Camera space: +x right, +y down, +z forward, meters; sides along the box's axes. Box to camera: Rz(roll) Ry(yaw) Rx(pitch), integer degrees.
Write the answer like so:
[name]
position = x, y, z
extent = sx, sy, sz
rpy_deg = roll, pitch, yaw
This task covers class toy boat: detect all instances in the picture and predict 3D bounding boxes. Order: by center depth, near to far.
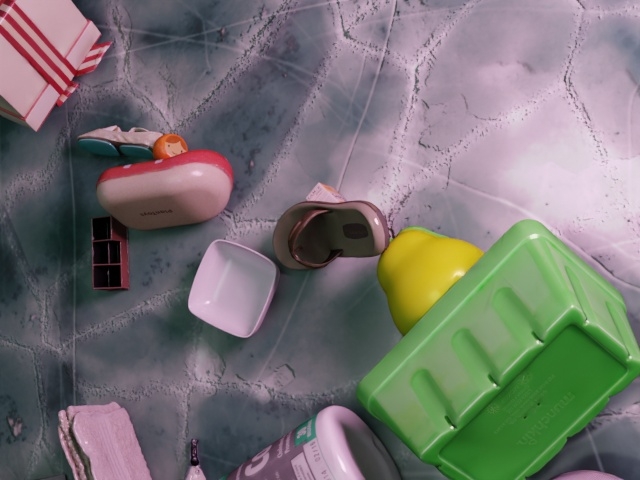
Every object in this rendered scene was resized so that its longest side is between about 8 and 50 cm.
[toy boat]
position = -0.258, -0.113, 1.753
extent = 0.231, 0.151, 0.151
rpy_deg = -7, 62, 21

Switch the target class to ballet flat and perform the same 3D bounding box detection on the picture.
[ballet flat]
position = -0.352, -0.178, 1.844
extent = 0.168, 0.057, 0.052
rpy_deg = 10, 61, 20

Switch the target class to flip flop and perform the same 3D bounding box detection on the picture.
[flip flop]
position = 0.000, 0.000, 1.594
extent = 0.277, 0.080, 0.112
rpy_deg = -5, 112, 55

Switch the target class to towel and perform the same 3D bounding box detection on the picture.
[towel]
position = -0.332, 0.400, 1.699
extent = 0.049, 0.187, 0.282
rpy_deg = -27, 77, 14

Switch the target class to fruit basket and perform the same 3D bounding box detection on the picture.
[fruit basket]
position = 0.227, 0.136, 1.495
extent = 0.392, 0.283, 0.392
rpy_deg = -38, 30, 27

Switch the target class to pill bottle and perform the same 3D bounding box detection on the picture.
[pill bottle]
position = -0.066, 0.427, 1.576
extent = 0.361, 0.204, 0.204
rpy_deg = -36, 73, 15

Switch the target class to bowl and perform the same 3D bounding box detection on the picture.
[bowl]
position = -0.138, 0.079, 1.721
extent = 0.142, 0.053, 0.142
rpy_deg = 23, 95, 23

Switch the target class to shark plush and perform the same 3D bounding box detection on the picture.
[shark plush]
position = -0.227, 0.416, 1.727
extent = 0.067, 0.073, 0.161
rpy_deg = -8, 86, 52

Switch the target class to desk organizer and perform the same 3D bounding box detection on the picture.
[desk organizer]
position = -0.371, 0.023, 1.824
extent = 0.047, 0.050, 0.130
rpy_deg = -6, 83, 22

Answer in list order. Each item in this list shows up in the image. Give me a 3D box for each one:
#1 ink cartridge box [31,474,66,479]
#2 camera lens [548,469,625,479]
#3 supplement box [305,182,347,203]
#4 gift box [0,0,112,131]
[ink cartridge box]
position = -0.570, 0.478, 1.804
extent = 0.217, 0.158, 0.092
rpy_deg = -17, 80, 20
[camera lens]
position = 0.343, 0.426, 1.367
extent = 0.219, 0.274, 0.220
rpy_deg = -2, 84, 23
[supplement box]
position = 0.030, -0.046, 1.658
extent = 0.098, 0.062, 0.036
rpy_deg = 45, 103, 19
[gift box]
position = -0.550, -0.373, 1.834
extent = 0.255, 0.258, 0.276
rpy_deg = 29, 77, 24
